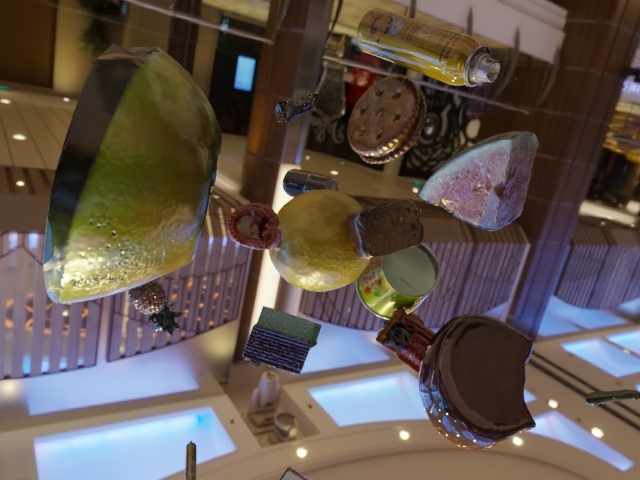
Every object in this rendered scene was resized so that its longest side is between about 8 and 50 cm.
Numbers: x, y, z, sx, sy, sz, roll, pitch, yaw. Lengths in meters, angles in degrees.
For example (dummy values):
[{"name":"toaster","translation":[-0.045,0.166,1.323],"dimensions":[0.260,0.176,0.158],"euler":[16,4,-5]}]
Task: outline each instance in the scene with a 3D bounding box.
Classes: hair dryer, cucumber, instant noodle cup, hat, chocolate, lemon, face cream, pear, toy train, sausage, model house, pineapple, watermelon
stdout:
[{"name":"hair dryer","translation":[-0.072,-0.070,1.781],"dimensions":[0.189,0.352,0.107],"euler":[17,-178,30]},{"name":"cucumber","translation":[-0.054,-0.321,1.211],"dimensions":[0.053,0.053,0.181],"euler":[17,-149,19]},{"name":"instant noodle cup","translation":[0.308,0.134,1.954],"dimensions":[0.311,0.311,0.221],"euler":[9,157,-12]},{"name":"hat","translation":[-0.127,-0.024,1.054],"dimensions":[0.112,0.094,0.162],"euler":[18,174,3]},{"name":"chocolate","translation":[0.185,-0.035,1.457],"dimensions":[0.214,0.148,0.093],"euler":[-14,-175,-29]},{"name":"lemon","translation":[0.000,0.000,1.595],"dimensions":[0.348,0.348,0.348],"euler":[11,-164,-3]},{"name":"face cream","translation":[0.236,-0.421,1.119],"dimensions":[0.105,0.105,0.348],"euler":[-5,-147,-47]},{"name":"pear","translation":[-0.245,-0.084,0.751],"dimensions":[0.165,0.399,0.399],"euler":[16,-166,-14]},{"name":"toy train","translation":[0.384,0.413,1.851],"dimensions":[0.369,0.163,0.231],"euler":[36,-170,3]},{"name":"sausage","translation":[-0.355,0.658,1.380],"dimensions":[0.032,0.033,0.269],"euler":[7,-152,-16]},{"name":"model house","translation":[-0.161,0.430,2.131],"dimensions":[0.280,0.249,0.230],"euler":[19,172,-2]},{"name":"pineapple","translation":[-0.423,0.164,1.296],"dimensions":[0.103,0.221,0.083],"euler":[27,-117,21]},{"name":"watermelon","translation":[0.398,-0.132,1.174],"dimensions":[0.213,0.201,0.261],"euler":[-20,168,-42]}]

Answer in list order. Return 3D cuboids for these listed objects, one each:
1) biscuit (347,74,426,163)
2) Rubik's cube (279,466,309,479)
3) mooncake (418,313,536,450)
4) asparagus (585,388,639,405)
[{"name":"biscuit","translation":[0.159,-0.296,1.239],"dimensions":[0.066,0.220,0.220],"euler":[26,-177,-41]},{"name":"Rubik's cube","translation":[-0.017,0.661,1.094],"dimensions":[0.207,0.205,0.205],"euler":[10,-127,45]},{"name":"mooncake","translation":[0.415,0.358,1.328],"dimensions":[0.333,0.174,0.326],"euler":[-11,-118,-20]},{"name":"asparagus","translation":[0.603,0.323,1.044],"dimensions":[0.108,0.025,0.021],"euler":[-12,-165,17]}]
